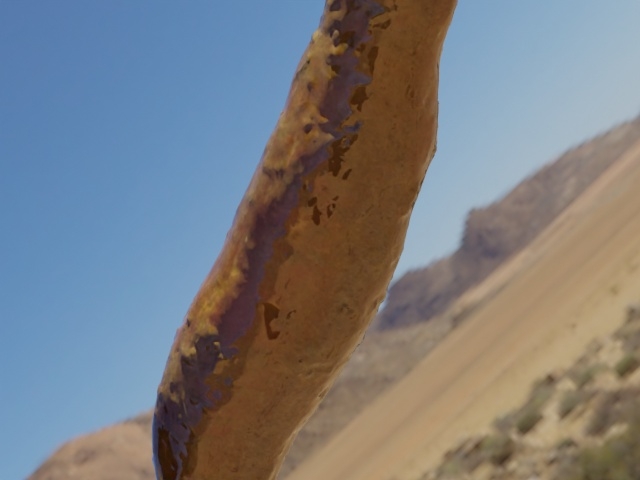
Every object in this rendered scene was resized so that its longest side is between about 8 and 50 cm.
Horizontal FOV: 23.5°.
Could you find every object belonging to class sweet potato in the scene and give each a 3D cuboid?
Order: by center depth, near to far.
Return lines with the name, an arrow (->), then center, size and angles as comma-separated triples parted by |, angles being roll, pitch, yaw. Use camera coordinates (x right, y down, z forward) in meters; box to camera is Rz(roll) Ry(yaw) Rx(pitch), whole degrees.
sweet potato -> 0.000, 0.000, 0.561 | 0.072, 0.066, 0.314 | -8, -55, -64
